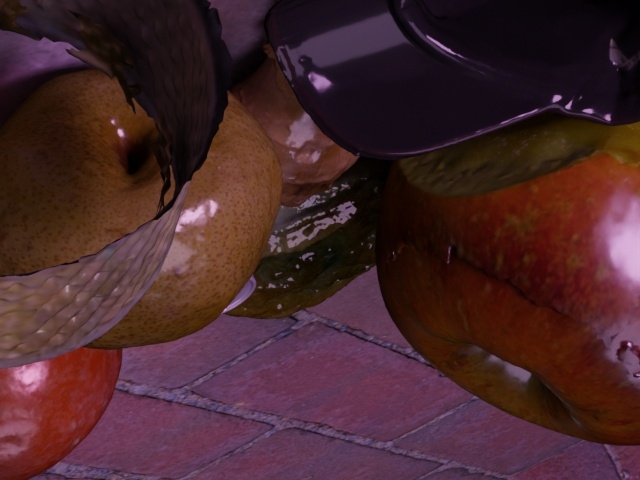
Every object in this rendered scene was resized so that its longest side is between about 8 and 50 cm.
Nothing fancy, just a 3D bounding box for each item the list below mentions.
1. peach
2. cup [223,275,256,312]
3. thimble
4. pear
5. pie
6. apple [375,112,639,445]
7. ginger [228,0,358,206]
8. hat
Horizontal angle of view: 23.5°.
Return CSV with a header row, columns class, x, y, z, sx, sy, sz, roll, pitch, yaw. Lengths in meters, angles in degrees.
class,x,y,z,sx,sy,sz,roll,pitch,yaw
peach,-0.263,0.083,1.274,0.232,0.232,0.232,-19,157,-8
cup,-0.097,-0.006,1.329,0.104,0.116,0.074,-40,154,22
thimble,-0.195,-0.068,0.895,0.271,0.271,0.150,-14,157,-20
pear,-0.143,-0.018,1.142,0.228,0.188,0.211,-3,151,-8
pie,0.000,0.000,1.472,0.277,0.078,0.277,-18,158,-7
apple,0.234,-0.020,1.271,0.374,0.374,0.384,-20,164,-6
ginger,-0.026,-0.126,1.173,0.131,0.086,0.294,-7,147,-7
hat,0.129,-0.205,1.072,0.336,0.209,0.238,-9,141,10
